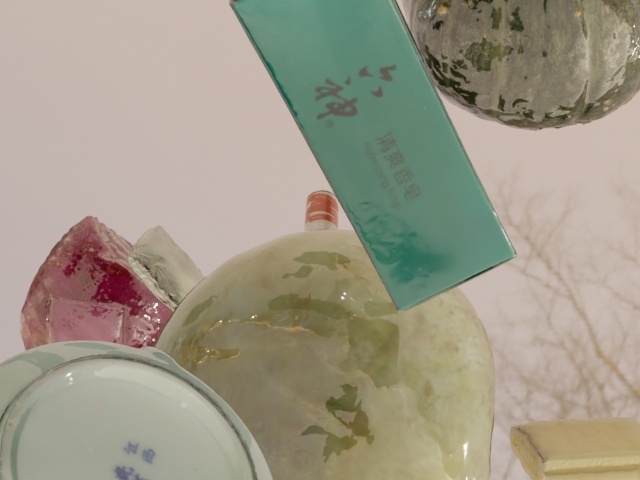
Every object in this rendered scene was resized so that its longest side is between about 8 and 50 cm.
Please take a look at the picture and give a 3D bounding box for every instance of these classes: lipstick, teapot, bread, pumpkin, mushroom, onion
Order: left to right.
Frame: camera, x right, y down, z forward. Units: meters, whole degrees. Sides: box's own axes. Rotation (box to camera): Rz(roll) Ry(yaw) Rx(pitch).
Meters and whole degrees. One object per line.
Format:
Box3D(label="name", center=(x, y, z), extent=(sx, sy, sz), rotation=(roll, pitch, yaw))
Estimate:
Box3D(label="teapot", center=(-0.111, 0.138, 0.557), extent=(0.159, 0.232, 0.159), rotation=(6, -48, 7))
Box3D(label="onion", center=(-0.321, 0.123, 1.825), extent=(0.250, 0.247, 0.111), rotation=(41, -15, -34))
Box3D(label="lipstick", center=(0.000, 0.000, 1.330), extent=(0.038, 0.130, 0.038), rotation=(1, -47, 2))
Box3D(label="mushroom", center=(0.005, 0.155, 1.112), extent=(0.352, 0.352, 0.260), rotation=(5, -9, 29))
Box3D(label="pumpkin", center=(0.236, -0.280, 1.350), extent=(0.292, 0.327, 0.257), rotation=(1, -37, 5))
Box3D(label="bread", center=(0.355, 0.279, 1.594), extent=(0.178, 0.139, 0.060), rotation=(-2, -71, -13))

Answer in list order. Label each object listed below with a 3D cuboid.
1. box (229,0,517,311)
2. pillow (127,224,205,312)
Box3D(label="box", center=(0.032, -0.096, 0.801), extent=(0.092, 0.153, 0.244), rotation=(-27, -63, 7))
Box3D(label="pillow", center=(-0.172, 0.082, 1.627), extent=(0.051, 0.128, 0.229), rotation=(-36, -85, 22))
